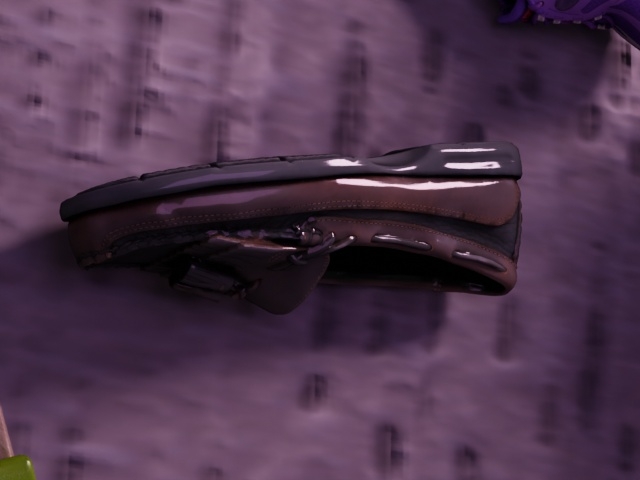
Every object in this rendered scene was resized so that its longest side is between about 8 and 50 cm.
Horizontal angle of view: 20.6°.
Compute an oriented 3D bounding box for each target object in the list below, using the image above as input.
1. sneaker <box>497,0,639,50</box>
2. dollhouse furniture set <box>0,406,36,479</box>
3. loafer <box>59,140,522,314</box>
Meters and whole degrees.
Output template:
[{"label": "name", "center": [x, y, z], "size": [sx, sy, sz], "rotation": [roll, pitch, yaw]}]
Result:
[{"label": "sneaker", "center": [0.139, -0.148, 1.035], "size": [0.170, 0.068, 0.071], "rotation": [28, 79, -12]}, {"label": "dollhouse furniture set", "center": [-0.279, 0.100, 0.633], "size": [0.301, 0.197, 0.151], "rotation": [-11, 84, -32]}, {"label": "loafer", "center": [0.000, 0.000, 0.888], "size": [0.267, 0.096, 0.084], "rotation": [-7, 86, -33]}]
